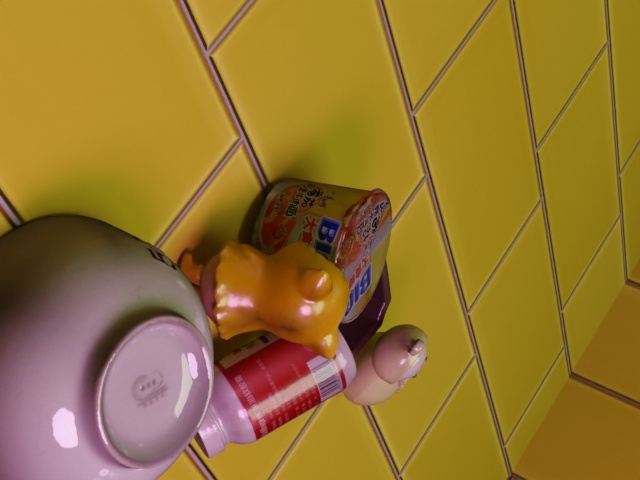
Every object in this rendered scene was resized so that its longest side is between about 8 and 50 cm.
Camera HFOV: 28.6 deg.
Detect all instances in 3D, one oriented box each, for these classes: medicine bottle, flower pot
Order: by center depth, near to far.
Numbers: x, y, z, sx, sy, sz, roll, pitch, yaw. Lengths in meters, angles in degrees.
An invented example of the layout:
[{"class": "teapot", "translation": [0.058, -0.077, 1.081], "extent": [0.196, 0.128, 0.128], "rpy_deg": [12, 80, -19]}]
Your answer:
[{"class": "medicine bottle", "translation": [-0.080, 0.208, 1.829], "extent": [0.250, 0.131, 0.131], "rpy_deg": [-28, 139, -15]}, {"class": "flower pot", "translation": [0.009, 0.126, 2.035], "extent": [0.251, 0.084, 0.179], "rpy_deg": [-47, 146, -30]}]

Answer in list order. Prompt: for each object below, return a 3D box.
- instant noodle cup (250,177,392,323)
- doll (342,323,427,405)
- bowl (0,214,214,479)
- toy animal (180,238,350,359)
[{"class": "instant noodle cup", "translation": [0.000, 0.000, 1.838], "extent": [0.205, 0.153, 0.205], "rpy_deg": [-47, 147, -44]}, {"class": "doll", "translation": [0.114, 0.213, 2.143], "extent": [0.141, 0.117, 0.296], "rpy_deg": [-49, -171, -23]}, {"class": "bowl", "translation": [-0.246, 0.154, 1.435], "extent": [0.354, 0.185, 0.354], "rpy_deg": [-13, 107, -47]}, {"class": "toy animal", "translation": [-0.079, 0.071, 1.695], "extent": [0.156, 0.229, 0.156], "rpy_deg": [8, 90, -73]}]
